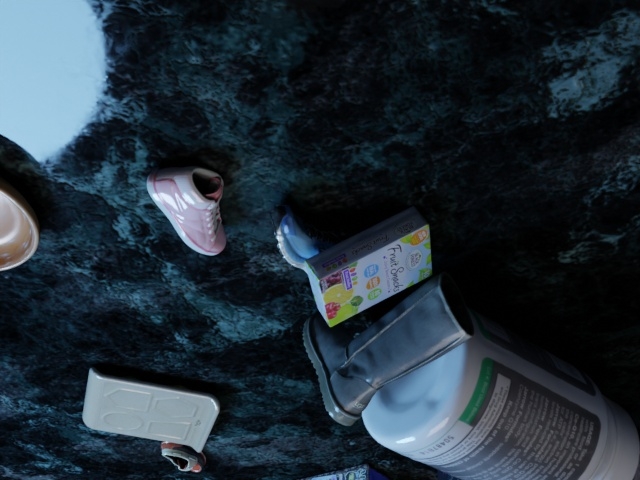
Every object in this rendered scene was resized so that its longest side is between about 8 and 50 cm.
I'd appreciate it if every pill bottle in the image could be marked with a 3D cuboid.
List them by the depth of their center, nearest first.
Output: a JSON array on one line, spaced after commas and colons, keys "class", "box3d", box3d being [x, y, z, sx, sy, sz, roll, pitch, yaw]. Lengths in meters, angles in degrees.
[{"class": "pill bottle", "box3d": [0.246, 0.232, 1.152, 0.361, 0.204, 0.204, 29, 136, -28]}]

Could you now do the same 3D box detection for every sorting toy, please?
[{"class": "sorting toy", "box3d": [-0.275, 0.270, 1.397, 0.208, 0.038, 0.193, 16, 141, -8]}]

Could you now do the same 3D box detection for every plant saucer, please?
[{"class": "plant saucer", "box3d": [-0.425, -0.034, 1.009, 0.200, 0.037, 0.200, 2, 142, 2]}]

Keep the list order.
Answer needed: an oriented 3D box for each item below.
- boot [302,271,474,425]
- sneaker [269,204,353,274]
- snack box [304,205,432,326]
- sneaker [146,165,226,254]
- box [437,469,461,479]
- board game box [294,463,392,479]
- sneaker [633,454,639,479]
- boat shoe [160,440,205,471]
[{"class": "boot", "box3d": [0.079, 0.107, 1.072, 0.076, 0.190, 0.208, 21, 121, -37]}, {"class": "sneaker", "box3d": [0.000, 0.000, 1.007, 0.073, 0.063, 0.162, -30, 139, 16]}, {"class": "snack box", "box3d": [0.058, 0.031, 0.995, 0.141, 0.037, 0.100, -26, 144, -11]}, {"class": "sneaker", "box3d": [-0.128, -0.033, 0.967, 0.070, 0.051, 0.134, -11, 136, 27]}, {"class": "box", "box3d": [0.285, 0.409, 1.412, 0.142, 0.163, 0.247, 8, 143, -2]}, {"class": "board game box", "box3d": [0.031, 0.558, 1.651, 0.291, 0.141, 0.232, -22, 135, 30]}, {"class": "sneaker", "box3d": [0.431, 0.417, 1.380, 0.210, 0.137, 0.366, -16, 158, 27]}, {"class": "boat shoe", "box3d": [-0.243, 0.383, 1.531, 0.049, 0.043, 0.137, -9, 142, 13]}]
